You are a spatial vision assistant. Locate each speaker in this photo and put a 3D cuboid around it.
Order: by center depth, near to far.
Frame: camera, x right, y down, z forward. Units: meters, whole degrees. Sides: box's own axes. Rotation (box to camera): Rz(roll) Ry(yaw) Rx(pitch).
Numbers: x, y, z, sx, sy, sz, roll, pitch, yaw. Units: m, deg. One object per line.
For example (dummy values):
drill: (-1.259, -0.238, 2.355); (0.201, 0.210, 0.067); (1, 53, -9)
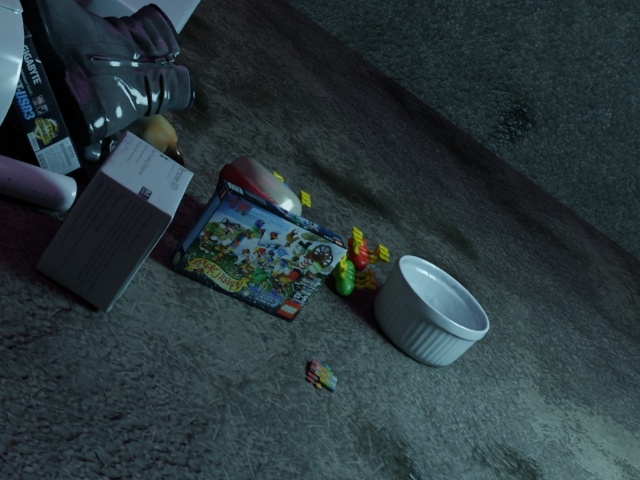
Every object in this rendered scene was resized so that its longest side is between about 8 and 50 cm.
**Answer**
speaker: (-0.422, -0.083, 1.863); (0.136, 0.055, 0.055); (18, 28, -42)

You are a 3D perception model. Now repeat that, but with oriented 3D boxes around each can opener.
can opener: (-0.332, -0.088, 1.999); (0.093, 0.074, 0.280); (19, 29, -46)

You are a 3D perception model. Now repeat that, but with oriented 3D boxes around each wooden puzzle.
wooden puzzle: (0.003, 0.211, 2.009); (0.049, 0.006, 0.083); (35, 20, -7)

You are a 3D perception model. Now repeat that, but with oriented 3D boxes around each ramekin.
ramekin: (0.192, 0.134, 2.340); (0.207, 0.109, 0.207); (33, 20, -14)

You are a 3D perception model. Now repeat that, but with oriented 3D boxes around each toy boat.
toy boat: (-0.130, -0.032, 2.127); (0.151, 0.151, 0.231); (39, -22, 5)

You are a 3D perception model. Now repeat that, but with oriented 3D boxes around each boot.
boot: (-0.345, -0.329, 2.000); (0.222, 0.118, 0.338); (-29, 106, -33)

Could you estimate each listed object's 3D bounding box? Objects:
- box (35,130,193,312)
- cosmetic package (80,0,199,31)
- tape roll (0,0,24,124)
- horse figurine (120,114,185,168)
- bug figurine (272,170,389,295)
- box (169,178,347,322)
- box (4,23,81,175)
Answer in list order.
box: (-0.283, -0.029, 1.795); (0.119, 0.182, 0.181); (33, 20, -10)
cosmetic package: (-0.355, -0.385, 2.370); (0.161, 0.230, 0.453); (35, 21, -10)
tape roll: (-0.520, -0.245, 1.719); (0.100, 0.286, 0.286); (13, 32, -48)
horse figurine: (-0.311, -0.181, 2.115); (0.263, 0.174, 0.066); (38, 61, -3)
bug figurine: (0.000, 0.000, 2.361); (0.279, 0.072, 0.216); (35, 26, -20)
box: (-0.097, 0.020, 2.030); (0.233, 0.159, 0.044); (25, 22, -29)
box: (-0.475, -0.276, 1.920); (0.295, 0.073, 0.293); (52, -19, 33)
